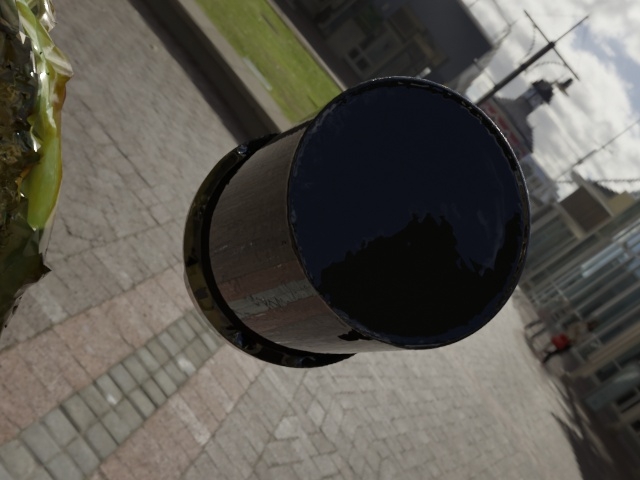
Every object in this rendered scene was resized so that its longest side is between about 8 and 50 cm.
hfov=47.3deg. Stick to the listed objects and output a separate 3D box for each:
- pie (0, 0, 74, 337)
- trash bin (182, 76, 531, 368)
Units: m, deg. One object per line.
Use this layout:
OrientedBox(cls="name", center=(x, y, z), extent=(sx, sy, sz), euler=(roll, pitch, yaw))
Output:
OrientedBox(cls="pie", center=(-0.268, -0.075, 0.337), extent=(0.103, 0.288, 0.354), euler=(-132, -151, -76))
OrientedBox(cls="trash bin", center=(0.000, 0.000, 0.606), extent=(0.214, 0.214, 0.334), euler=(50, -19, -6))
